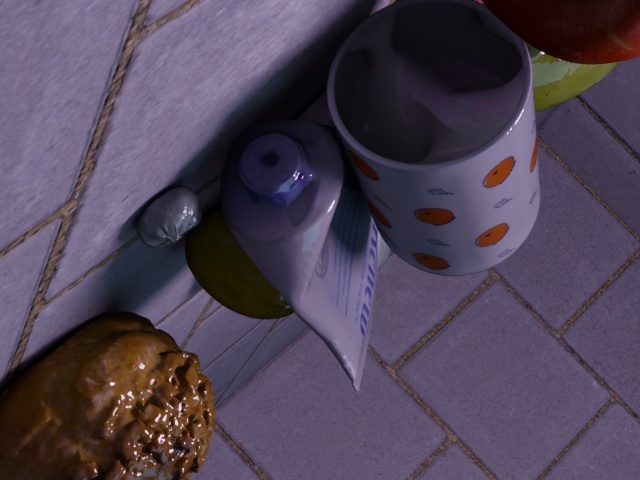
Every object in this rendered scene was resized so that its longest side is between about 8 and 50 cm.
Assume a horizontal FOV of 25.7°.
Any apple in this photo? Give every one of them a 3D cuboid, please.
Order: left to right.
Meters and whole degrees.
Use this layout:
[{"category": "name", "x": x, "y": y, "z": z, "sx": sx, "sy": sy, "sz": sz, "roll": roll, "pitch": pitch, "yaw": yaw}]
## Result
[{"category": "apple", "x": 0.271, "y": -0.305, "z": 1.390, "sx": 0.260, "sy": 0.260, "sz": 0.216, "roll": -49, "pitch": -176, "yaw": 34}]

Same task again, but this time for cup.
[{"category": "cup", "x": 0.138, "y": -0.097, "z": 1.574, "sx": 0.212, "sy": 0.212, "sz": 0.317, "roll": -43, "pitch": 154, "yaw": -10}]

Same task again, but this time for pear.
[{"category": "pear", "x": -0.080, "y": 0.020, "z": 1.715, "sx": 0.149, "sy": 0.162, "sz": 0.149, "roll": -54, "pitch": 177, "yaw": -5}]

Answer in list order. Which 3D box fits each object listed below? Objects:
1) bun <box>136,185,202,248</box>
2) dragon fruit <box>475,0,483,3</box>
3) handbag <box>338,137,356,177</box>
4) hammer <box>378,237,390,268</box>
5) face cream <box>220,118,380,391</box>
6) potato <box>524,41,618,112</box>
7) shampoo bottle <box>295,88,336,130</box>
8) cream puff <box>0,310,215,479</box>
[{"category": "bun", "x": -0.157, "y": -0.022, "z": 1.473, "sx": 0.083, "sy": 0.045, "sz": 0.083, "roll": -38, "pitch": 172, "yaw": -7}, {"category": "dragon fruit", "x": 0.149, "y": -0.269, "z": 1.597, "sx": 0.116, "sy": 0.081, "sz": 0.086, "roll": -54, "pitch": 153, "yaw": -22}, {"category": "handbag", "x": 0.110, "y": -0.118, "z": 1.864, "sx": 0.270, "sy": 0.089, "sz": 0.175, "roll": -32, "pitch": -161, "yaw": 5}, {"category": "hammer", "x": 0.093, "y": -0.043, "z": 2.552, "sx": 0.206, "sy": 0.119, "sz": 0.336, "roll": -38, "pitch": 165, "yaw": -50}, {"category": "face cream", "x": 0.000, "y": 0.000, "z": 1.622, "sx": 0.420, "sy": 0.137, "sz": 0.235, "roll": 55, "pitch": 38, "yaw": -60}, {"category": "potato", "x": 0.254, "y": -0.258, "z": 1.739, "sx": 0.304, "sy": 0.216, "sz": 0.216, "roll": -33, "pitch": 169, "yaw": -22}, {"category": "shampoo bottle", "x": -0.005, "y": -0.138, "z": 1.661, "sx": 0.099, "sy": 0.043, "sz": 0.072, "roll": -45, "pitch": 173, "yaw": 2}, {"category": "cream puff", "x": -0.272, "y": 0.254, "z": 1.700, "sx": 0.343, "sy": 0.231, "sz": 0.327, "roll": -47, "pitch": 176, "yaw": 25}]
